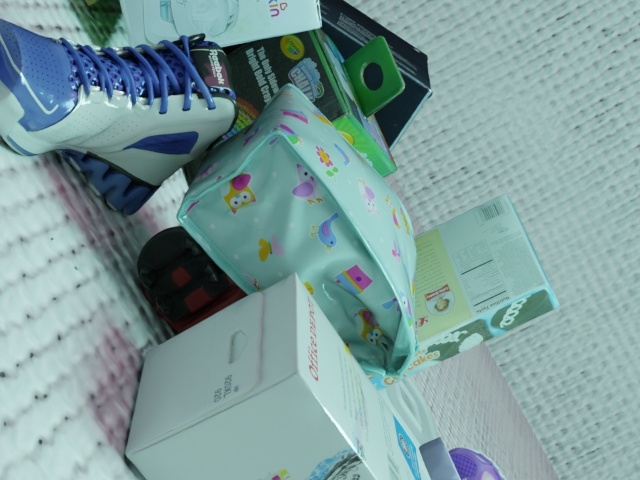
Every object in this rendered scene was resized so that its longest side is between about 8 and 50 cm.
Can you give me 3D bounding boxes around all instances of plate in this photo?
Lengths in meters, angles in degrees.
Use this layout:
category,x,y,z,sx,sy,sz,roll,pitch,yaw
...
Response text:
category,x,y,z,sx,sy,sz,roll,pitch,yaw
plate,0.117,0.253,1.956,0.277,0.045,0.278,55,13,-28

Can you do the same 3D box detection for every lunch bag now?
category,x,y,z,sx,sy,sz,roll,pitch,yaw
lunch bag,0.000,0.000,1.274,0.262,0.160,0.223,49,15,-14

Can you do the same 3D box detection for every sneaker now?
category,x,y,z,sx,sy,sz,roll,pitch,yaw
sneaker,0.254,0.433,2.030,0.104,0.095,0.236,22,42,-61
sneaker,-0.185,-0.146,1.222,0.127,0.182,0.315,65,12,24
sneaker,-0.079,0.104,1.306,0.276,0.097,0.135,60,14,-2

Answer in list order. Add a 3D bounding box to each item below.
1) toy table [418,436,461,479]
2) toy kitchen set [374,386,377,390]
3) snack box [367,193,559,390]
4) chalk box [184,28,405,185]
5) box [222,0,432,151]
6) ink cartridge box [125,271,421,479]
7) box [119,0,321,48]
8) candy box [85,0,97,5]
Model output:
category,x,y,z,sx,sy,sz,roll,pitch,yaw
toy table,0.101,0.343,1.274,0.274,0.161,0.252,-111,177,-46
toy kitchen set,-0.070,0.107,1.395,0.207,0.122,0.166,44,-5,47
snack box,0.150,0.080,1.802,0.060,0.322,0.187,55,13,-44
chalk box,-0.025,-0.155,1.670,0.179,0.289,0.180,44,22,-59
box,-0.021,-0.272,1.930,0.343,0.179,0.312,33,17,-5
ink cartridge box,-0.033,0.186,1.135,0.232,0.168,0.171,57,13,-23
box,-0.129,-0.331,1.607,0.262,0.231,0.127,-101,180,-64
candy box,-0.300,-0.385,1.616,0.109,0.053,0.186,53,13,-35
